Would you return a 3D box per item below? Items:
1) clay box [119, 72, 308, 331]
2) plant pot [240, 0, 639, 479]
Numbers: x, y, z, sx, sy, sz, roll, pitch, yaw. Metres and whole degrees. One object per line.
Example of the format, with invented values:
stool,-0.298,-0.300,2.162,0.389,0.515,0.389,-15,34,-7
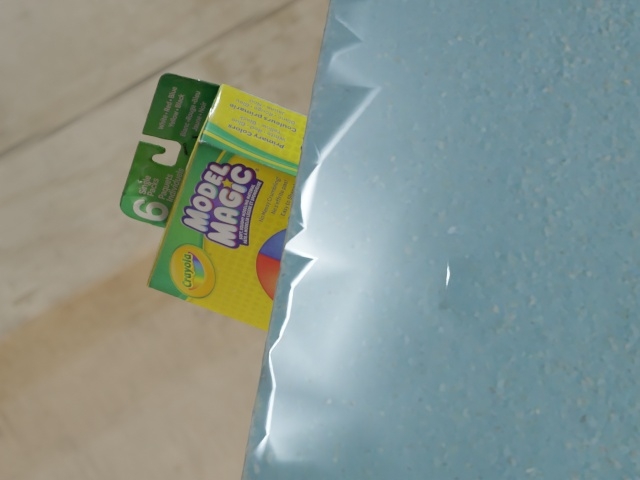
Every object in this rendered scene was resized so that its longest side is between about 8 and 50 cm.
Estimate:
clay box,0.000,0.000,1.077,0.222,0.053,0.127,20,-43,-3
plant pot,0.115,0.063,0.695,0.248,0.252,0.247,89,10,-56
